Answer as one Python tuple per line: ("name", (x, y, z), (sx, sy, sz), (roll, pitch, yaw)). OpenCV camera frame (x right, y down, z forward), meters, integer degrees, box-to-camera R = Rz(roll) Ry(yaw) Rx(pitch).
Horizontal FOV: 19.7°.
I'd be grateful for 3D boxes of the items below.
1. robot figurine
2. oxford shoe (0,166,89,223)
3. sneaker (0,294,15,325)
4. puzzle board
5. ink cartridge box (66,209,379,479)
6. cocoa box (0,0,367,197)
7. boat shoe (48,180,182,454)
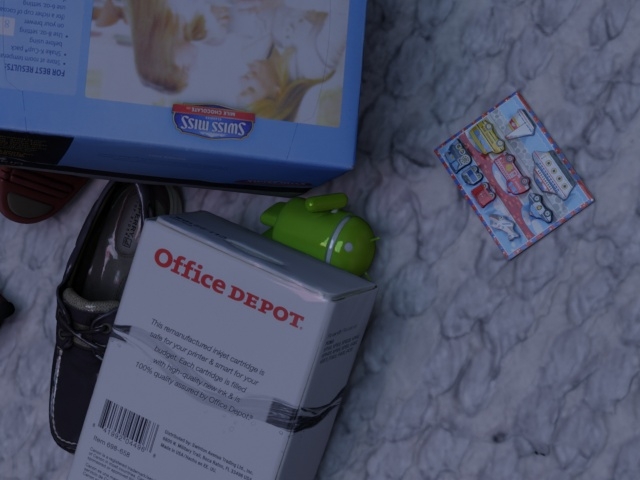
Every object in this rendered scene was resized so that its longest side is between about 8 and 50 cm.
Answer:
("robot figurine", (0.000, 0.000, 1.707), (0.115, 0.067, 0.101), (19, 116, 21))
("oxford shoe", (-0.256, -0.188, 1.809), (0.130, 0.123, 0.348), (18, 86, 42))
("sneaker", (-0.363, 0.007, 1.819), (0.163, 0.106, 0.281), (21, 100, 15))
("puzzle board", (0.176, -0.060, 1.687), (0.096, 0.011, 0.128), (-36, 74, 11))
("ink cartridge box", (-0.090, 0.131, 1.663), (0.197, 0.114, 0.272), (23, 106, 20))
("cocoa box", (-0.151, -0.174, 1.620), (0.347, 0.228, 0.231), (6, 83, -14))
("boat shoe", (-0.210, 0.065, 1.754), (0.103, 0.092, 0.285), (16, 87, 21))
